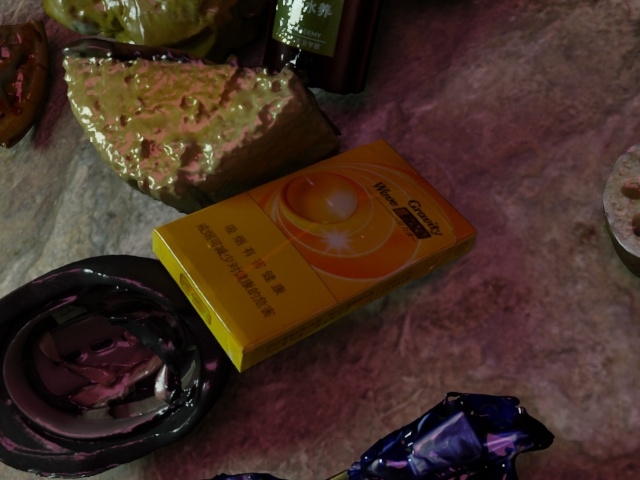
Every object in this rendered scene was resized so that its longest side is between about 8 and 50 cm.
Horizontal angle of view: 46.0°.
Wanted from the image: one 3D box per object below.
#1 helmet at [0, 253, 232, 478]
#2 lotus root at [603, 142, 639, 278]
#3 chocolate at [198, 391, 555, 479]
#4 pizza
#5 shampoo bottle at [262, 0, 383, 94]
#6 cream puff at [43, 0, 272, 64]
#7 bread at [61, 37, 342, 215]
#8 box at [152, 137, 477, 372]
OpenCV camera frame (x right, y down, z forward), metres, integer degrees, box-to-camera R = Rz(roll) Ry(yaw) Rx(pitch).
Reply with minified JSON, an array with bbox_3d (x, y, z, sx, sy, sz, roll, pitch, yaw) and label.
[{"bbox_3d":[-0.203,0.107,0.736,0.253,0.154,0.198,-15,103,21],"label":"helmet"},{"bbox_3d":[0.307,-0.023,0.663,0.112,0.081,0.122,15,75,24],"label":"lotus root"},{"bbox_3d":[0.032,0.222,0.640,0.343,0.126,0.148,-22,103,6],"label":"chocolate"},{"bbox_3d":[-0.412,-0.226,0.929,0.036,0.176,0.184,-9,55,42],"label":"pizza"},{"bbox_3d":[0.020,-0.320,0.766,0.129,0.084,0.323,25,119,22],"label":"shampoo bottle"},{"bbox_3d":[-0.167,-0.360,0.845,0.270,0.274,0.323,24,80,33],"label":"cream puff"},{"bbox_3d":[-0.118,-0.099,0.771,0.262,0.204,0.162,9,84,17],"label":"bread"},{"bbox_3d":[0.000,0.000,0.701,0.269,0.043,0.152,-26,61,-29],"label":"box"}]
